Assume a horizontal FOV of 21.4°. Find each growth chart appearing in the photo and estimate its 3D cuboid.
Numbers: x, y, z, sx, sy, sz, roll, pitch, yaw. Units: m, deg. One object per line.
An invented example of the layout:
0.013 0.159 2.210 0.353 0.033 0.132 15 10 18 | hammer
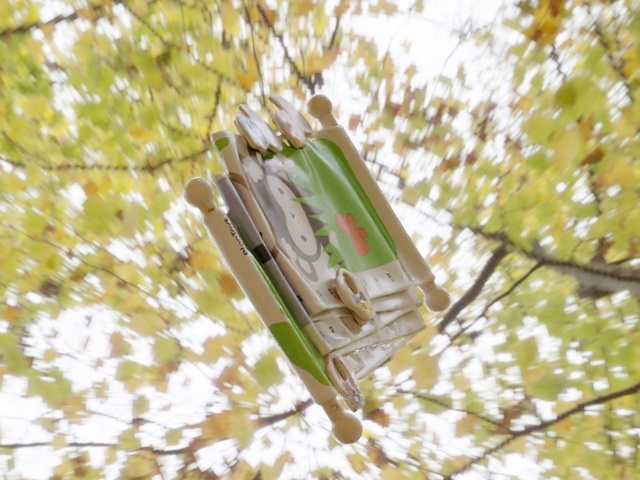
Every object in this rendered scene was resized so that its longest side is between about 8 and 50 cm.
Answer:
0.000 0.000 0.907 0.021 0.237 0.172 -33 -88 23 | growth chart
